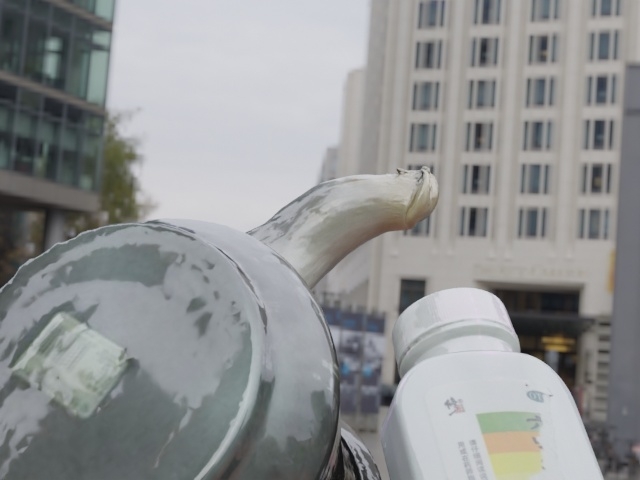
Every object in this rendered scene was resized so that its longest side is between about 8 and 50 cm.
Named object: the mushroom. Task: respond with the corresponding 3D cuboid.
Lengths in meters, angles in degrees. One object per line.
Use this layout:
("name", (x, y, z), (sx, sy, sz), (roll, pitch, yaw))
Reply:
("mushroom", (0.001, -0.001, 1.873), (0.397, 0.126, 0.177), (-36, 37, -16))

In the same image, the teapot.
("teapot", (-0.127, 0.165, 0.983), (0.376, 0.305, 0.362), (26, -19, 31))

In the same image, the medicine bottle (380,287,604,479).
("medicine bottle", (0.138, 0.181, 0.990), (0.161, 0.296, 0.111), (3, -46, -14))
